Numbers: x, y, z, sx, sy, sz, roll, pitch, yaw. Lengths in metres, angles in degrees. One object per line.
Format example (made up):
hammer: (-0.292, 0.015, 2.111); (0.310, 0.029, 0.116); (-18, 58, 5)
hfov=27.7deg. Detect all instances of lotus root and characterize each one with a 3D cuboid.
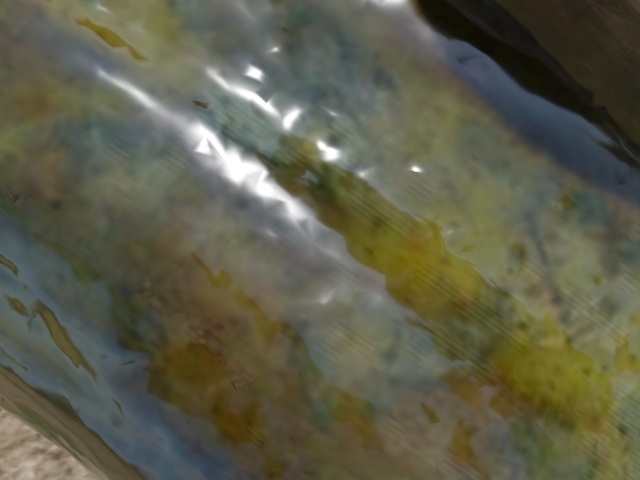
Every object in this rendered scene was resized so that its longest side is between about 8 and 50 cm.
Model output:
lotus root: (0.000, 0.000, 0.419); (0.346, 0.250, 0.250); (37, 106, 1)
